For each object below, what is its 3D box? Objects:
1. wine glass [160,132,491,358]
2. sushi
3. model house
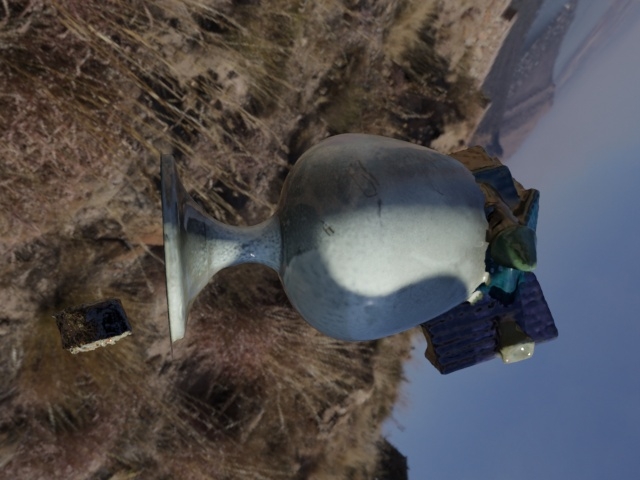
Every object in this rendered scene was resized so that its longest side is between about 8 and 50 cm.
[{"bbox_3d":[0.000,0.000,0.582,0.322,0.238,0.238,-6,155,-13],"label":"wine glass"},{"bbox_3d":[-0.368,0.137,0.886,0.150,0.078,0.090,-17,176,42],"label":"sushi"},{"bbox_3d":[0.241,0.052,0.889,0.245,0.280,0.312,-15,134,-3],"label":"model house"}]
